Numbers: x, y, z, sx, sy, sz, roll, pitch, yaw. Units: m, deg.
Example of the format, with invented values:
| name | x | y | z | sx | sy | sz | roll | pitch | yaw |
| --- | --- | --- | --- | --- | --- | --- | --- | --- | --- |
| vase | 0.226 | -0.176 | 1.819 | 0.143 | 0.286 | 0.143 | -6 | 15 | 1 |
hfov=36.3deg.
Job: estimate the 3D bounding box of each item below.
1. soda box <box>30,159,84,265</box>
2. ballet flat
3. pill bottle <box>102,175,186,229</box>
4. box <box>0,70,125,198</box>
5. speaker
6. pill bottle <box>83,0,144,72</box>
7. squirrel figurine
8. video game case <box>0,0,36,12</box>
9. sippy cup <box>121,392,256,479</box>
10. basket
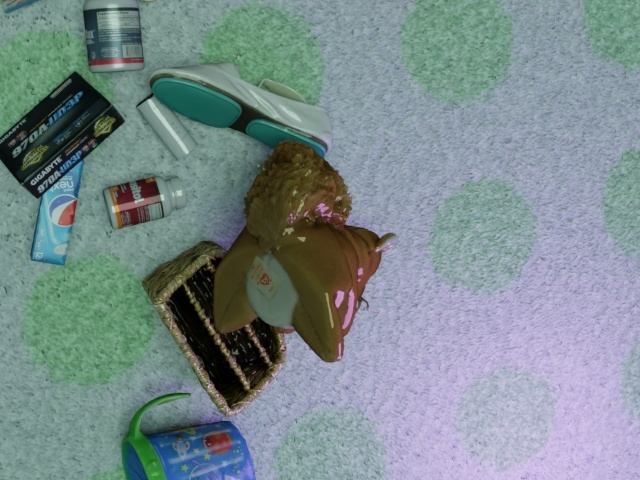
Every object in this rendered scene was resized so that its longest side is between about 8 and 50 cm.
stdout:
| name | x | y | z | sx | sy | sz | roll | pitch | yaw |
| --- | --- | --- | --- | --- | --- | --- | --- | --- | --- |
| soda box | -0.511 | -0.062 | 1.897 | 0.067 | 0.071 | 0.210 | 10 | 95 | -18 |
| ballet flat | -0.152 | -0.279 | 1.959 | 0.400 | 0.139 | 0.139 | 21 | 92 | -23 |
| pill bottle | -0.348 | -0.079 | 1.938 | 0.152 | 0.086 | 0.086 | -15 | 103 | -15 |
| box | -0.493 | -0.200 | 1.828 | 0.220 | 0.175 | 0.051 | -43 | 137 | -6 |
| speaker | -0.305 | -0.227 | 1.944 | 0.055 | 0.055 | 0.136 | -40 | 108 | -8 |
| pill bottle | -0.395 | -0.412 | 1.860 | 0.108 | 0.108 | 0.180 | -6 | 100 | -16 |
| squirrel figurine | 0.000 | 0.000 | 1.905 | 0.370 | 0.281 | 0.397 | -21 | 111 | -54 |
| video game case | -0.568 | -0.523 | 1.818 | 0.119 | 0.015 | 0.166 | -20 | 104 | 7 |
| sippy cup | -0.261 | 0.477 | 1.991 | 0.224 | 0.240 | 0.305 | -14 | 125 | -25 |
| basket | -0.190 | 0.163 | 1.953 | 0.213 | 0.223 | 0.299 | -31 | 105 | -10 |
